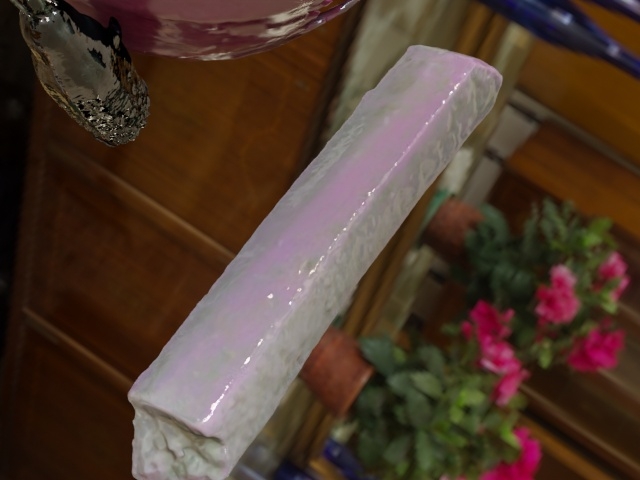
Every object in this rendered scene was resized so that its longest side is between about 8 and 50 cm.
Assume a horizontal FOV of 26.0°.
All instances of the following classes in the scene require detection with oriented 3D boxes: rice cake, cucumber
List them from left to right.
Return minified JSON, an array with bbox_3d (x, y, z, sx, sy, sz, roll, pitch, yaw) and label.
[{"bbox_3d":[-0.092,-0.070,0.535,0.039,0.043,0.163,-42,176,-6],"label":"cucumber"},{"bbox_3d":[0.000,0.000,0.862,0.365,0.072,0.056,-52,138,-29],"label":"rice cake"}]

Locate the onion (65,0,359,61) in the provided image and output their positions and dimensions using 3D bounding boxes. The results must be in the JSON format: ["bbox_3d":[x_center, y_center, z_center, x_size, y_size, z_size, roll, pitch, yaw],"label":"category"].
[{"bbox_3d":[-0.070,-0.253,0.612,0.345,0.358,0.358,-8,154,-9],"label":"onion"}]
